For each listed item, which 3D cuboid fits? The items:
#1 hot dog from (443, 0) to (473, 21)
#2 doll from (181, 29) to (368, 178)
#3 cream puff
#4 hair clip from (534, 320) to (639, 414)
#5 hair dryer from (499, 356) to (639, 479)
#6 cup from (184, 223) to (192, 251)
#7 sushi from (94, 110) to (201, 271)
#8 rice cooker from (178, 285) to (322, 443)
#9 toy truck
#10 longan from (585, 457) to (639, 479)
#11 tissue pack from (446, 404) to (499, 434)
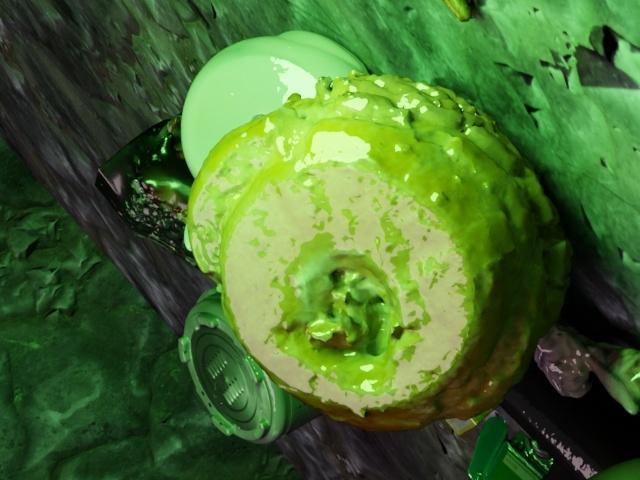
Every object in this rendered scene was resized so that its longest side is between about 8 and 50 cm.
[{"bbox_3d":[0.098,-0.214,1.349,0.083,0.021,0.037,51,-173,-13],"label":"hot dog"},{"bbox_3d":[-0.023,-0.109,1.717,0.251,0.221,0.221,17,150,27],"label":"doll"},{"bbox_3d":[0.060,0.004,1.504,0.343,0.231,0.327,21,122,17],"label":"cream puff"},{"bbox_3d":[0.247,0.102,1.595,0.300,0.069,0.173,29,155,57],"label":"hair clip"},{"bbox_3d":[0.258,0.252,1.781,0.197,0.089,0.251,44,143,26],"label":"hair dryer"},{"bbox_3d":[0.000,0.000,1.842,0.299,0.173,0.167,12,129,6],"label":"cup"},{"bbox_3d":[-0.118,-0.064,2.010,0.227,0.215,0.212,51,166,2],"label":"sushi"},{"bbox_3d":[-0.056,0.151,2.361,0.241,0.227,0.280,54,147,14],"label":"rice cooker"},{"bbox_3d":[0.281,0.312,1.935,0.253,0.124,0.114,45,168,27],"label":"toy truck"},{"bbox_3d":[0.338,0.362,1.485,0.361,0.361,0.361,47,166,16],"label":"longan"},{"bbox_3d":[0.147,0.152,2.056,0.176,0.062,0.095,50,164,6],"label":"tissue pack"}]
